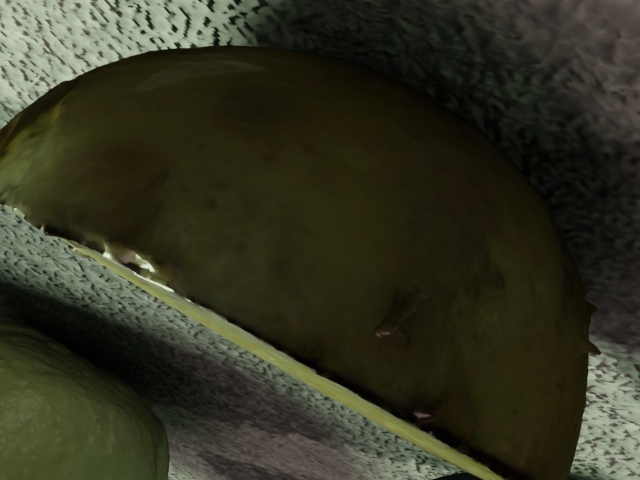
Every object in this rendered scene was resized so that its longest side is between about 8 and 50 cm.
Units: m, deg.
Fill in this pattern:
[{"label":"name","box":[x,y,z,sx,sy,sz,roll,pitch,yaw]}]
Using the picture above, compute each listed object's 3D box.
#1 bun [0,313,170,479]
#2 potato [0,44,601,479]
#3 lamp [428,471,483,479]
[{"label":"bun","box":[-0.274,0.172,1.070,0.352,0.227,0.349,5,151,-28]},{"label":"potato","box":[0.000,0.000,0.577,0.239,0.116,0.299,21,170,27]},{"label":"lamp","box":[0.164,0.235,0.902,0.314,0.182,0.182,6,157,2]}]
